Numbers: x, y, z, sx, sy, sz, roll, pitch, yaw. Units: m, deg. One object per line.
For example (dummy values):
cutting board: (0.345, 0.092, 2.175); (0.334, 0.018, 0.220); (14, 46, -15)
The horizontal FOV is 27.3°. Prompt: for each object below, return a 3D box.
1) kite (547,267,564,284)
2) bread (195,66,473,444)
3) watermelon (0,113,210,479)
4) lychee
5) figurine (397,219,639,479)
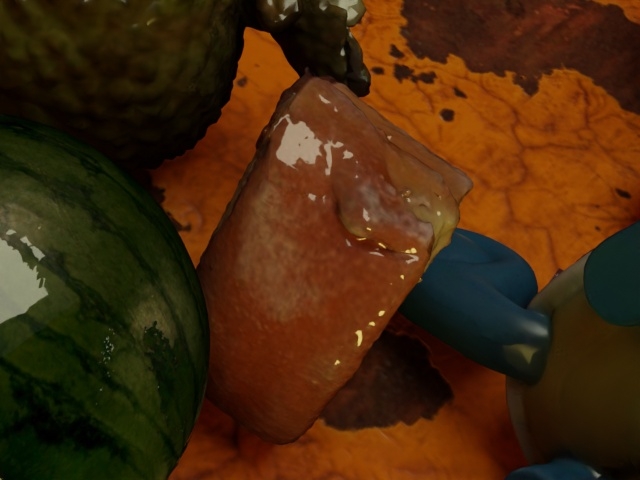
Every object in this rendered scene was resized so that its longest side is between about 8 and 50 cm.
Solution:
kite: (0.200, 0.045, 0.976); (0.078, 0.002, 0.044); (19, 48, -7)
bread: (-0.006, 0.009, 0.770); (0.123, 0.244, 0.190); (34, 63, 2)
watermelon: (-0.177, 0.055, 0.658); (0.242, 0.242, 0.242); (11, 49, -13)
lychee: (-0.145, -0.170, 0.845); (0.319, 0.270, 0.270); (-3, 41, 27)
figurine: (0.230, 0.100, 0.815); (0.416, 0.298, 0.243); (16, 12, 4)
